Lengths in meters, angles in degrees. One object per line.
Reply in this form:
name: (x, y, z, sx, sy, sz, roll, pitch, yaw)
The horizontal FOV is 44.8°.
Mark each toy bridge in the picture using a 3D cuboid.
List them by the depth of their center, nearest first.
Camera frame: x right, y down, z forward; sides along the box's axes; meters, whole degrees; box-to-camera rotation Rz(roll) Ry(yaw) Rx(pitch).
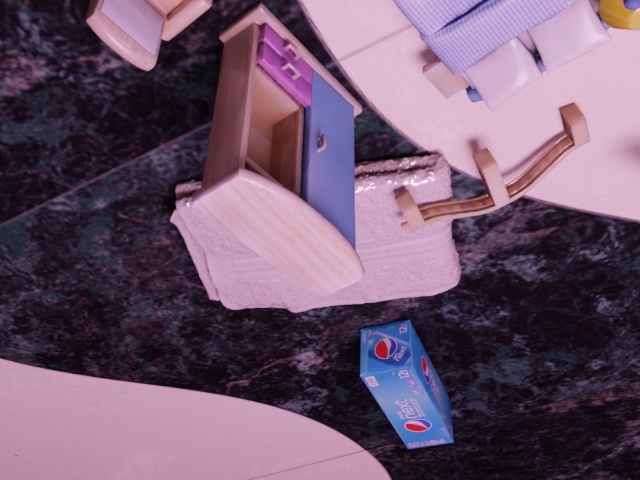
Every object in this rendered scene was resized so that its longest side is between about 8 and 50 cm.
toy bridge: (0.159, -0.056, 0.719, 0.188, 0.026, 0.063, -28, 138, 7)

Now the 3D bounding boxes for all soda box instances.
soda box: (0.115, 0.192, 1.008, 0.067, 0.071, 0.210, -12, 138, 16)

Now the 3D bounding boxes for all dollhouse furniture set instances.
dollhouse furniture set: (0.045, -0.149, 0.517, 0.303, 0.198, 0.286, -28, 132, 28)

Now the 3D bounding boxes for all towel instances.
towel: (0.000, 0.000, 0.806, 0.282, 0.049, 0.187, -7, 139, 8)

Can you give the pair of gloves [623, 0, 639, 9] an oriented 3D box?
pair of gloves: (0.185, -0.239, 0.474, 0.198, 0.023, 0.159, 23, 102, -13)
